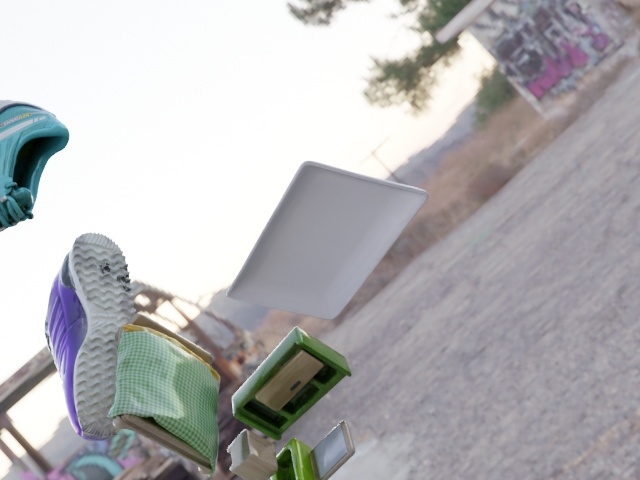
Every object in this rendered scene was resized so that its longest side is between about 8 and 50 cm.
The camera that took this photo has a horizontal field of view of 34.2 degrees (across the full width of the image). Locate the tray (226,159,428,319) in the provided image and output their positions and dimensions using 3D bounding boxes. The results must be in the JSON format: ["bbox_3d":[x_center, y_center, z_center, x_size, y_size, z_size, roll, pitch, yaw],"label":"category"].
[{"bbox_3d":[0.000,0.000,1.177,0.270,0.145,0.030,124,153,-48],"label":"tray"}]

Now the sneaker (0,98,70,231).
[{"bbox_3d":[-0.388,-0.045,1.192,0.275,0.110,0.107,-64,-21,-19],"label":"sneaker"}]

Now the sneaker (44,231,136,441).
[{"bbox_3d":[-0.321,0.147,1.427,0.102,0.293,0.146,15,-37,-35],"label":"sneaker"}]

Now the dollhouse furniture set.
[{"bbox_3d":[-0.106,0.189,1.337,0.151,0.302,0.197,-46,28,18],"label":"dollhouse furniture set"}]
